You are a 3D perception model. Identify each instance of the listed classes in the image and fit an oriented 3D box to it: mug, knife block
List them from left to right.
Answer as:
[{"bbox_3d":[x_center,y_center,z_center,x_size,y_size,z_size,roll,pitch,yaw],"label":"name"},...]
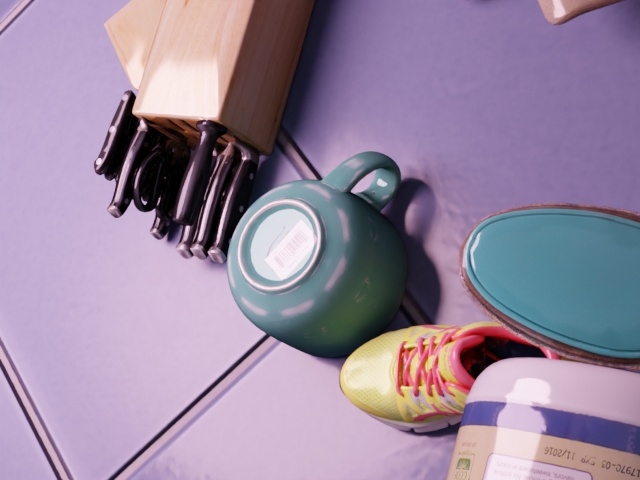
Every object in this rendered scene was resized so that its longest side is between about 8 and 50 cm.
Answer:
[{"bbox_3d":[-0.076,-0.128,1.183,0.275,0.088,0.242,-37,58,13],"label":"knife block"},{"bbox_3d":[-0.008,0.005,1.085,0.129,0.097,0.158,-8,69,28],"label":"mug"}]

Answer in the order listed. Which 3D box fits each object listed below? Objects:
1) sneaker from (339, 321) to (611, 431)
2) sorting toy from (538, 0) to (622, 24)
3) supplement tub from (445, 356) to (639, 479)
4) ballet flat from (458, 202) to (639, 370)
[{"bbox_3d":[0.100,0.090,0.993,0.208,0.094,0.081,-6,70,29],"label":"sneaker"},{"bbox_3d":[0.239,-0.329,1.075,0.229,0.041,0.307,-20,62,8],"label":"sorting toy"},{"bbox_3d":[0.164,0.248,0.815,0.228,0.228,0.316,9,76,33],"label":"supplement tub"},{"bbox_3d":[0.249,0.045,0.909,0.316,0.106,0.108,11,82,24],"label":"ballet flat"}]
